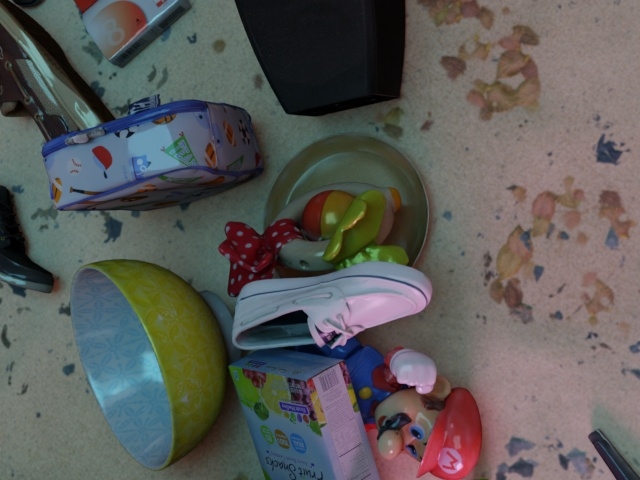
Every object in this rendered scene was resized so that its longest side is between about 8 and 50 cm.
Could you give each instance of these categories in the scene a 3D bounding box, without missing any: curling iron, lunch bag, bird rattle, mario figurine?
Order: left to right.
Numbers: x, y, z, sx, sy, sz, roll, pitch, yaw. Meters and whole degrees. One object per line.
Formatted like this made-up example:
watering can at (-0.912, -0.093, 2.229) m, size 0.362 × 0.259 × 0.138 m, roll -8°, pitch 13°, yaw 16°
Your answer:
lunch bag at (-0.224, -0.106, 1.926) m, size 0.243 × 0.303 × 0.115 m, roll -15°, pitch 85°, yaw 17°
bird rattle at (0.000, 0.000, 1.873) m, size 0.253 × 0.207 × 0.143 m, roll -6°, pitch 121°, yaw 35°
mario figurine at (0.056, 0.201, 1.834) m, size 0.320 × 0.198 × 0.170 m, roll 31°, pitch 80°, yaw 26°
curling iron at (0.399, 0.349, 1.758) m, size 0.068 × 0.035 × 0.274 m, roll -32°, pitch 72°, yaw 13°

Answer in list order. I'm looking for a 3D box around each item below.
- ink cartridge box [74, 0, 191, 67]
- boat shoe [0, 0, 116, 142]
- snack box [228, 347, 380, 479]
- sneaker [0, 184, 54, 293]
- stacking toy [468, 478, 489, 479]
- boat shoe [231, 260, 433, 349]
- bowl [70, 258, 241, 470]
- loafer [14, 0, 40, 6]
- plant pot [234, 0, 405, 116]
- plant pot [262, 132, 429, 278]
ink cartridge box at (-0.293, -0.366, 2.136) m, size 0.145 × 0.045 × 0.179 m, roll -40°, pitch 73°, yaw 10°
boat shoe at (-0.425, -0.228, 2.125) m, size 0.123 × 0.123 × 0.342 m, roll -43°, pitch 76°, yaw 8°
snack box at (-0.016, 0.245, 1.827) m, size 0.174 × 0.070 × 0.207 m, roll 3°, pitch 115°, yaw 54°
sneaker at (-0.461, -0.012, 2.118) m, size 0.222 × 0.083 × 0.118 m, roll 27°, pitch 91°, yaw 23°
stacking toy at (0.142, 0.383, 1.772) m, size 0.052 × 0.221 × 0.167 m, roll -28°, pitch 69°, yaw 48°
boat shoe at (0.012, 0.092, 1.767) m, size 0.258 × 0.095 × 0.084 m, roll -11°, pitch 45°, yaw 27°
bowl at (-0.201, 0.144, 1.938) m, size 0.156 × 0.289 × 0.289 m, roll -21°, pitch 69°, yaw -28°
loafer at (-0.445, -0.489, 2.191) m, size 0.096 × 0.084 × 0.267 m, roll 4°, pitch 82°, yaw 21°
plant pot at (0.015, -0.258, 1.938) m, size 0.187 × 0.188 × 0.167 m, roll -11°, pitch 91°, yaw 18°
plant pot at (0.037, -0.026, 1.961) m, size 0.236 × 0.032 × 0.236 m, roll -4°, pitch 79°, yaw 20°
